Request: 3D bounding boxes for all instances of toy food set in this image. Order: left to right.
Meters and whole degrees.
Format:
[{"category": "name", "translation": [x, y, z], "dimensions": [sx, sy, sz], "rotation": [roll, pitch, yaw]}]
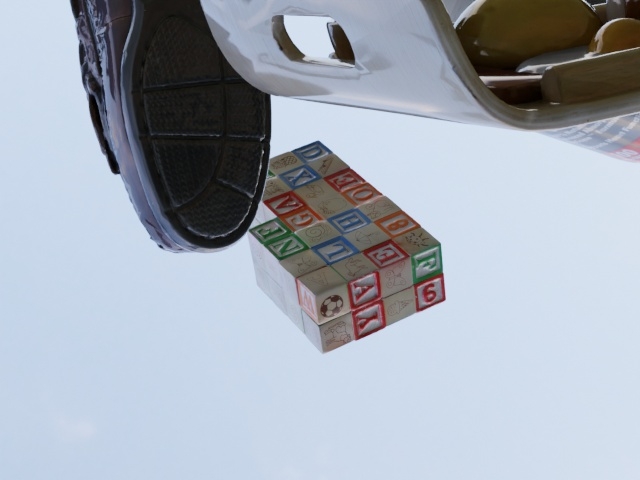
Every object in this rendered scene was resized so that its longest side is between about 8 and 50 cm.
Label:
[{"category": "toy food set", "translation": [0.124, -0.121, 0.654], "dimensions": [0.306, 0.092, 0.220], "rotation": [-14, -166, -23]}]

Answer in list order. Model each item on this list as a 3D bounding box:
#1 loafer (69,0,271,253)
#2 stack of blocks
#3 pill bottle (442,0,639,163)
[{"category": "loafer", "translation": [-0.105, -0.134, 0.917], "dimensions": [0.109, 0.095, 0.302], "rotation": [-3, -99, -40]}, {"category": "stack of blocks", "translation": [0.000, 0.000, 1.780], "dimensions": [0.171, 0.087, 0.297], "rotation": [-22, -143, -19]}, {"category": "pill bottle", "translation": [0.219, -0.220, 1.490], "dimensions": [0.363, 0.210, 0.210], "rotation": [14, -141, -25]}]
